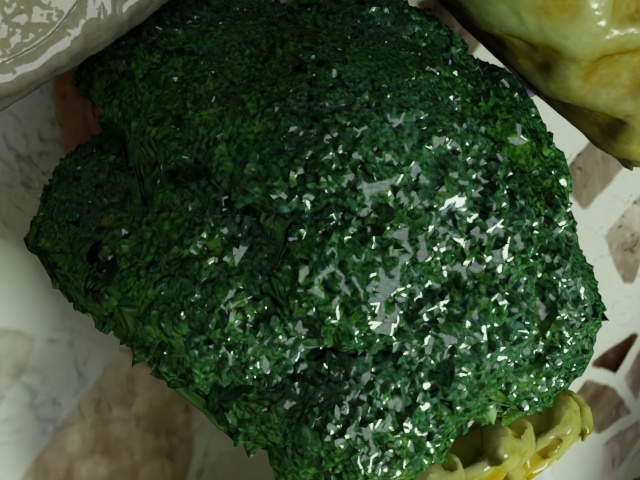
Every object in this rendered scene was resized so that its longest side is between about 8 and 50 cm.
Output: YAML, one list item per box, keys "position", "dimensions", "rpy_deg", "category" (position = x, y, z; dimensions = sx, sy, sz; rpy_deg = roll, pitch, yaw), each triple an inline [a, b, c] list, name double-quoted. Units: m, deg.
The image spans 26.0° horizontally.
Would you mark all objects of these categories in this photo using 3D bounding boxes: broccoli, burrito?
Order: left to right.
- position: [-0.152, -0.111, 0.670]
  dimensions: [0.275, 0.059, 0.082]
  rpy_deg: [-36, 100, -15]
  category: "burrito"
- position: [0.000, 0.000, 0.729]
  dimensions: [0.308, 0.308, 0.275]
  rpy_deg: [-37, 153, -29]
  category: "broccoli"

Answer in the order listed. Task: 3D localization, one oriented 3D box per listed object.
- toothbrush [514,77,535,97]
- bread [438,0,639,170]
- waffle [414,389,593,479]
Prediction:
- position: [0.194, -0.127, 1.015]
  dimensions: [0.288, 0.024, 0.026]
  rpy_deg: [-21, 126, -36]
  category: "toothbrush"
- position: [0.141, -0.147, 0.772]
  dimensions: [0.130, 0.152, 0.267]
  rpy_deg: [-42, 137, 15]
  category: "bread"
- position: [0.030, 0.171, 0.811]
  dimensions: [0.250, 0.261, 0.056]
  rpy_deg: [-23, 78, -41]
  category: "waffle"
